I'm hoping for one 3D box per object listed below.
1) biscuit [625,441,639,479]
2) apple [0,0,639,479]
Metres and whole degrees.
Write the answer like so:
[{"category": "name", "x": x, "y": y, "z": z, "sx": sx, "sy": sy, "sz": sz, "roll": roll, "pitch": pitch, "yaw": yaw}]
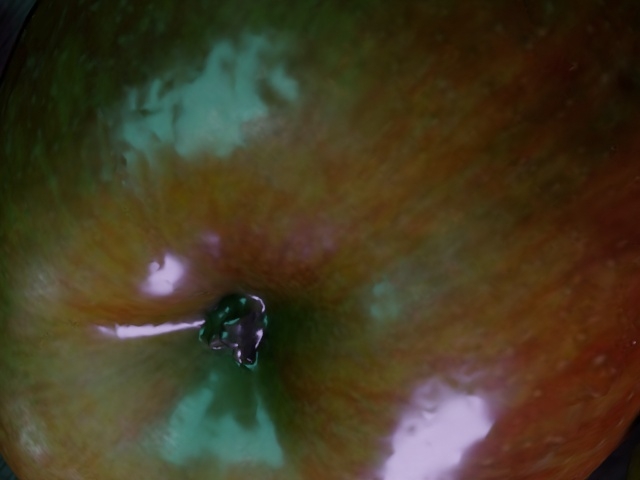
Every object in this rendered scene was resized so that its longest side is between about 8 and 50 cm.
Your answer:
[{"category": "biscuit", "x": 0.174, "y": 0.204, "z": 0.579, "sx": 0.290, "sy": 0.062, "sz": 0.237, "roll": 47, "pitch": 112, "yaw": 12}, {"category": "apple", "x": 0.000, "y": 0.000, "z": 0.627, "sx": 0.277, "sy": 0.250, "sz": 0.309, "roll": 24, "pitch": 140, "yaw": 23}]
